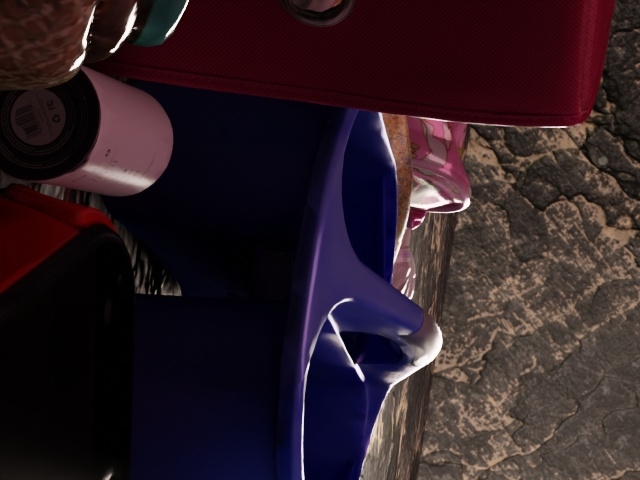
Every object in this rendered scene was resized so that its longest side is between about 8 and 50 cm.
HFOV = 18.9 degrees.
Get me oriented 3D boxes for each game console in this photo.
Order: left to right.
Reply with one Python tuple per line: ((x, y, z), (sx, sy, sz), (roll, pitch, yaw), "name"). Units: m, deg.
((-0.159, 0.196, 0.765), (0.342, 0.060, 0.386), (-49, 145, -65), "game console")

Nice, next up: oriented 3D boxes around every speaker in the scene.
((-0.106, -0.049, 0.858), (0.136, 0.055, 0.055), (6, 91, -81), "speaker")

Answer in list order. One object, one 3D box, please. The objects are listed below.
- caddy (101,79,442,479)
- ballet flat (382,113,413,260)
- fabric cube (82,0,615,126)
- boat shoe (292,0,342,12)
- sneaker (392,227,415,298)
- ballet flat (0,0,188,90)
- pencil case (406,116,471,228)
((-0.020, 0.042, 1.087), (0.341, 0.179, 0.241), (65, 35, -75), "caddy")
((0.000, 0.000, 1.437), (0.123, 0.123, 0.348), (-72, 166, -50), "ballet flat")
((0.026, -0.237, 0.901), (0.259, 0.254, 0.258), (-71, 166, -52), "fabric cube")
((-0.029, -0.190, 1.140), (0.098, 0.096, 0.277), (-48, -161, 28), "boat shoe")
((0.031, -0.037, 1.660), (0.111, 0.103, 0.252), (72, 20, -62), "sneaker")
((-0.073, -0.268, 0.476), (0.164, 0.182, 0.483), (128, -24, -65), "ballet flat")
((0.072, -0.211, 1.565), (0.160, 0.167, 0.386), (-12, -116, 55), "pencil case")
